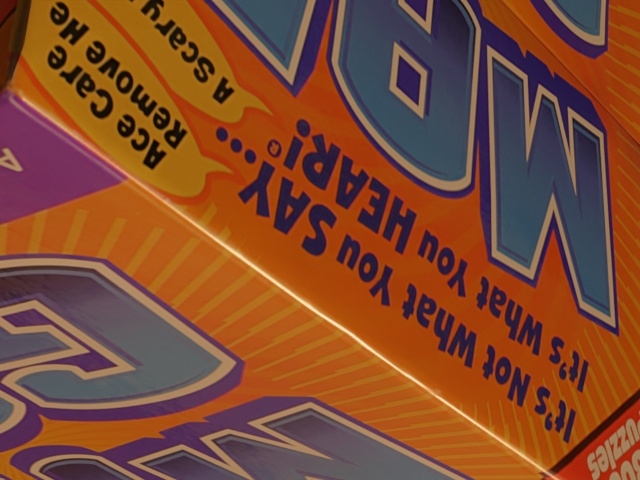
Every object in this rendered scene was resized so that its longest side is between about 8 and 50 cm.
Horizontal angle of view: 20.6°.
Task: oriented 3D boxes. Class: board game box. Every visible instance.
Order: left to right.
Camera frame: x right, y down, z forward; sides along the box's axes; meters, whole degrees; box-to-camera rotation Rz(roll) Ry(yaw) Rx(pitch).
[{"bbox_3d":[-0.101,-0.073,0.742,0.356,0.356,0.356,37,48,-42],"label":"board game box"}]
